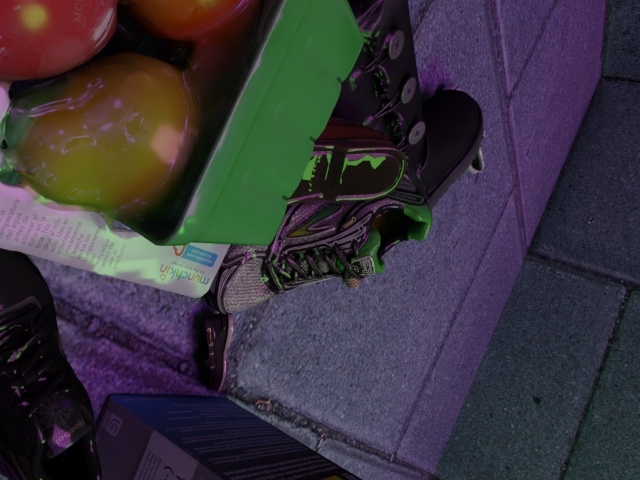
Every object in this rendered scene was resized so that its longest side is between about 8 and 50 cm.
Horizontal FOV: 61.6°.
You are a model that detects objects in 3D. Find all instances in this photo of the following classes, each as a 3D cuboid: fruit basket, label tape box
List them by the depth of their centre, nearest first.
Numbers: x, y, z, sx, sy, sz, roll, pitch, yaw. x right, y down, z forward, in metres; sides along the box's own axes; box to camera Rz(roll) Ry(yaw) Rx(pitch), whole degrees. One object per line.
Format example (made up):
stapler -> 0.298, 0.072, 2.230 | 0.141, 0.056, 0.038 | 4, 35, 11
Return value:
fruit basket -> -0.144, -0.146, 0.340 | 0.353, 0.165, 0.327 | 24, 91, -42
label tape box -> -0.080, 0.303, 0.640 | 0.240, 0.333, 0.106 | 29, 81, -58

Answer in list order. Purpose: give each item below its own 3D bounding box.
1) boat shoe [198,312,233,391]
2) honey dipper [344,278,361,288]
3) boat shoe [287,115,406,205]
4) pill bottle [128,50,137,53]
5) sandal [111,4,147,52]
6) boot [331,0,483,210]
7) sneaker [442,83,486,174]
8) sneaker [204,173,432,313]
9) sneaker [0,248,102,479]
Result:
boat shoe -> -0.148, 0.155, 0.740 | 0.042, 0.049, 0.133 | 0, 122, -20
honey dipper -> 0.042, 0.027, 0.980 | 0.030, 0.030, 0.161 | -52, 140, -28
boat shoe -> -0.047, -0.108, 0.664 | 0.307, 0.104, 0.111 | 4, 125, -29
pill bottle -> -0.175, -0.119, 0.504 | 0.160, 0.087, 0.087 | -55, 145, -24
sandal -> -0.107, -0.291, 0.485 | 0.120, 0.086, 0.303 | 48, 58, -27
boot -> 0.133, -0.258, 0.876 | 0.367, 0.146, 0.445 | -59, 142, -23
sneaker -> 0.326, -0.248, 1.209 | 0.094, 0.091, 0.258 | -60, 147, -18
sneaker -> 0.000, 0.000, 0.729 | 0.343, 0.146, 0.134 | -29, 138, -14
sneaker -> -0.252, 0.121, 0.477 | 0.107, 0.124, 0.284 | -36, 134, -44
